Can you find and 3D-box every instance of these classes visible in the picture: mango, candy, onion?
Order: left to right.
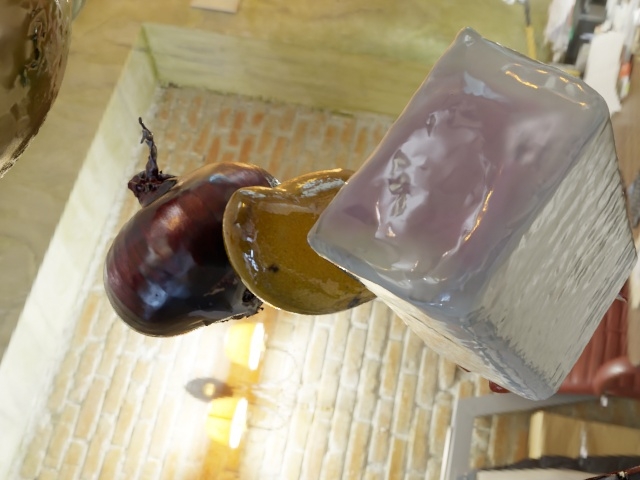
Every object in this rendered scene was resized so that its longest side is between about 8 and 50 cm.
[{"bbox_3d":[-0.175,-0.011,0.995,0.273,0.285,0.273,-39,-1,-1],"label":"onion"},{"bbox_3d":[-0.003,-0.001,0.805,0.262,0.109,0.157,5,-83,-41],"label":"mango"},{"bbox_3d":[0.156,0.005,0.661,0.208,0.145,0.359,-55,-32,-4],"label":"candy"}]

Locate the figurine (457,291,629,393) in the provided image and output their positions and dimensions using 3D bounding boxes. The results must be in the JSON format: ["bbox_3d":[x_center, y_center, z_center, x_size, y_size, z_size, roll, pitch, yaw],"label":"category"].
[{"bbox_3d":[0.293,0.115,1.120,0.226,0.183,0.160,-53,-7,6],"label":"figurine"}]

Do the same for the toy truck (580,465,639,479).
[{"bbox_3d":[0.209,0.148,0.368,0.114,0.253,0.107,80,175,-70],"label":"toy truck"}]

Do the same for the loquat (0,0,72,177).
[{"bbox_3d":[-0.244,-0.117,0.336,0.263,0.263,0.263,10,-90,-85],"label":"loquat"}]

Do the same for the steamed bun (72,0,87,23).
[{"bbox_3d":[-0.394,-0.333,0.858,0.166,0.273,0.232,-46,41,11],"label":"steamed bun"}]
